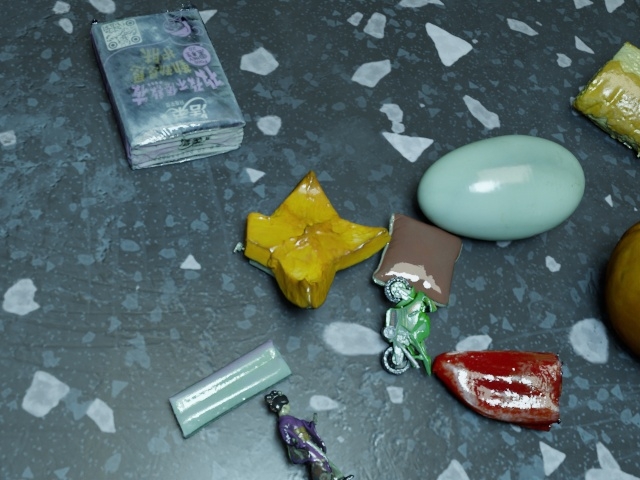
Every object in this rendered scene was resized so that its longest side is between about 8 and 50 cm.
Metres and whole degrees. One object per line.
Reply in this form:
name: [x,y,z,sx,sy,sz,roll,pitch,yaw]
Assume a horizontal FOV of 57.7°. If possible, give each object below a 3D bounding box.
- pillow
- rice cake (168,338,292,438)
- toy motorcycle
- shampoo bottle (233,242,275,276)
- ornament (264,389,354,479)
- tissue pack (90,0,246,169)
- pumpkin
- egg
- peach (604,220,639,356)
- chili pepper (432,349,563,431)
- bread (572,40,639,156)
pillow: [0.206,0.043,1.224,0.171,0.075,0.179,21,59,-1]
rice cake: [-0.161,0.261,1.040,0.222,0.042,0.080,-27,72,-24]
toy motorcycle: [0.173,0.166,1.135,0.106,0.074,0.190,3,81,1]
shampoo bottle: [-0.108,0.041,1.176,0.141,0.034,0.049,28,57,5]
ornament: [-0.025,0.343,1.002,0.081,0.088,0.203,-19,66,-23]
tissue pack: [-0.342,-0.346,1.289,0.259,0.122,0.361,-17,69,-19]
pumpkin: [-0.027,-0.002,1.158,0.258,0.095,0.290,35,48,22]
egg: [0.390,-0.112,1.264,0.371,0.230,0.229,-7,64,-9]
peach: [0.756,0.116,1.186,0.343,0.301,0.342,-8,36,6]
chili pepper: [0.339,0.282,1.119,0.253,0.136,0.144,6,105,1]
bread: [0.877,-0.326,1.531,0.375,0.165,0.236,38,63,7]
